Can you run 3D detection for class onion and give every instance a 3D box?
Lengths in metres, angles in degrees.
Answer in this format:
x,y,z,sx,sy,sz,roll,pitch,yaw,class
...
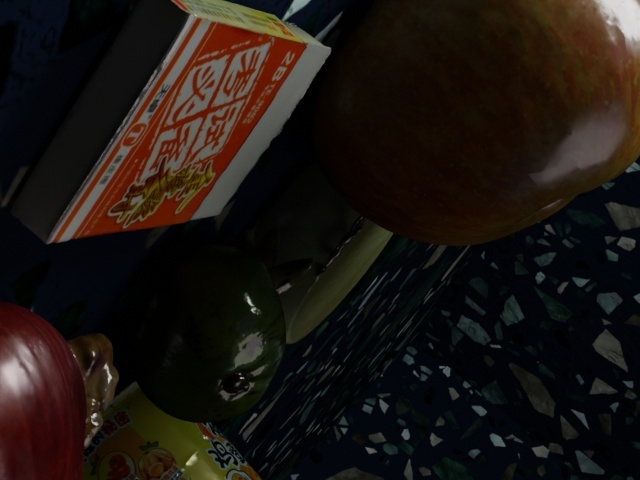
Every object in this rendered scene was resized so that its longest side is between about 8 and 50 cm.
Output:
x,y,z,sx,sy,sz,roll,pitch,yaw,class
-0.222,0.144,0.588,0.248,0.161,0.248,-56,-171,13,onion

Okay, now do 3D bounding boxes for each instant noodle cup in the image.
x,y,z,sx,sy,sz,roll,pitch,yaw,class
-0.173,0.291,1.087,0.264,0.200,0.264,-46,167,-14,instant noodle cup

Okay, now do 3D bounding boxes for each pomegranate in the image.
x,y,z,sx,sy,sz,roll,pitch,yaw,class
-0.082,0.067,0.920,0.152,0.131,0.191,-61,173,30,pomegranate

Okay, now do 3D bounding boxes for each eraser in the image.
x,y,z,sx,sy,sz,roll,pitch,yaw,class
-0.083,-0.077,0.675,0.157,0.038,0.230,-54,168,16,eraser

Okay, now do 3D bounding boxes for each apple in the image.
x,y,z,sx,sy,sz,roll,pitch,yaw,class
0.150,-0.119,0.913,0.277,0.250,0.309,-37,164,-52,apple

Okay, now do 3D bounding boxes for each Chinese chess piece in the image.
x,y,z,sx,sy,sz,roll,pitch,yaw,class
0.000,0.000,1.108,0.238,0.092,0.238,-47,169,-12,Chinese chess piece

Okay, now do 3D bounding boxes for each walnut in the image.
x,y,z,sx,sy,sz,roll,pitch,yaw,class
-0.217,0.142,0.783,0.170,0.069,0.143,-38,165,-39,walnut
